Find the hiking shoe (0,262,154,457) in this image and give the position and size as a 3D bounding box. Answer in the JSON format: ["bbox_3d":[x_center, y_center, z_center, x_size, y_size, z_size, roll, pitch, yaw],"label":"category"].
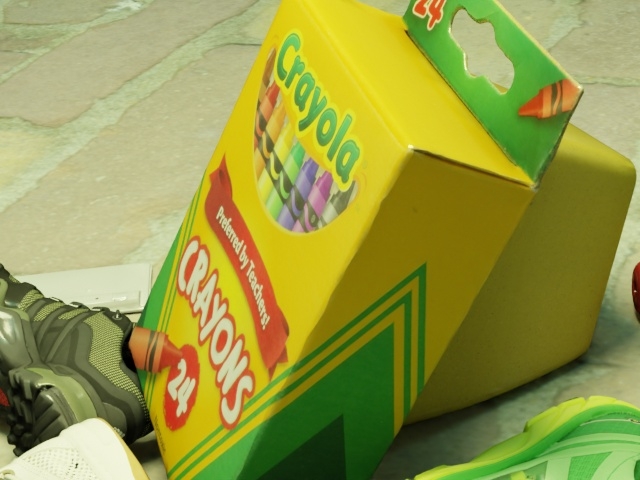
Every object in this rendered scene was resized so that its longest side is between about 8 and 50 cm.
[{"bbox_3d":[-0.175,0.081,0.918,0.114,0.086,0.227,-5,29,-32],"label":"hiking shoe"}]

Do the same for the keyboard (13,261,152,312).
[{"bbox_3d":[-0.260,0.048,1.053,0.256,0.014,0.072,-6,22,-2],"label":"keyboard"}]

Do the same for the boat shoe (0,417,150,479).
[{"bbox_3d":[-0.109,0.181,0.683,0.096,0.098,0.277,-18,21,-23],"label":"boat shoe"}]

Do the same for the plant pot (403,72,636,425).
[{"bbox_3d":[0.085,-0.011,0.917,0.187,0.212,0.212,2,23,-25],"label":"plant pot"}]

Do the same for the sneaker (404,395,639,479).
[{"bbox_3d":[0.104,0.163,0.659,0.295,0.109,0.123,-27,31,-37],"label":"sneaker"}]

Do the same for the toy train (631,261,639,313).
[{"bbox_3d":[0.272,-0.015,0.938,0.105,0.143,0.248,-2,27,4],"label":"toy train"}]

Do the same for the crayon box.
[{"bbox_3d":[0.000,0.000,0.742,0.081,0.319,0.202,14,26,-27],"label":"crayon box"}]
